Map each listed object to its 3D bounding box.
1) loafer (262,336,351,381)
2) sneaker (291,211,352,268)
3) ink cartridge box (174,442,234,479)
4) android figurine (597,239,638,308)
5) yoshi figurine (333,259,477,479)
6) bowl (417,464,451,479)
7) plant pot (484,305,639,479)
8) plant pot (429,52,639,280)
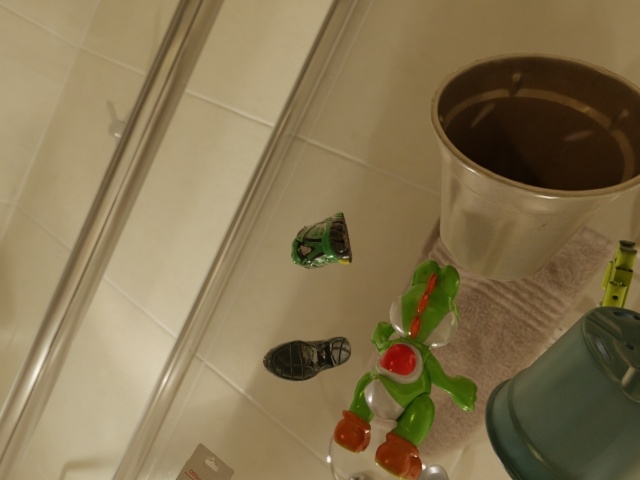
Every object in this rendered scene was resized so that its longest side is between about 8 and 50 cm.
[{"bbox_3d":[-0.039,0.291,1.097,0.267,0.096,0.084,4,168,-43],"label":"loafer"},{"bbox_3d":[0.000,0.000,1.107,0.146,0.134,0.343,-10,179,5],"label":"sneaker"},{"bbox_3d":[-0.236,0.500,0.847,0.104,0.180,0.060,24,162,29],"label":"ink cartridge box"},{"bbox_3d":[0.830,0.141,1.248,0.056,0.273,0.248,15,-157,29],"label":"android figurine"},{"bbox_3d":[0.170,0.220,0.805,0.203,0.362,0.203,27,167,-11],"label":"yoshi figurine"},{"bbox_3d":[0.288,0.746,1.121,0.134,0.298,0.298,35,-174,5],"label":"bowl"},{"bbox_3d":[0.570,0.336,0.897,0.341,0.334,0.341,9,-141,-7],"label":"plant pot"},{"bbox_3d":[0.342,-0.098,0.778,0.334,0.334,0.305,28,150,23],"label":"plant pot"}]
